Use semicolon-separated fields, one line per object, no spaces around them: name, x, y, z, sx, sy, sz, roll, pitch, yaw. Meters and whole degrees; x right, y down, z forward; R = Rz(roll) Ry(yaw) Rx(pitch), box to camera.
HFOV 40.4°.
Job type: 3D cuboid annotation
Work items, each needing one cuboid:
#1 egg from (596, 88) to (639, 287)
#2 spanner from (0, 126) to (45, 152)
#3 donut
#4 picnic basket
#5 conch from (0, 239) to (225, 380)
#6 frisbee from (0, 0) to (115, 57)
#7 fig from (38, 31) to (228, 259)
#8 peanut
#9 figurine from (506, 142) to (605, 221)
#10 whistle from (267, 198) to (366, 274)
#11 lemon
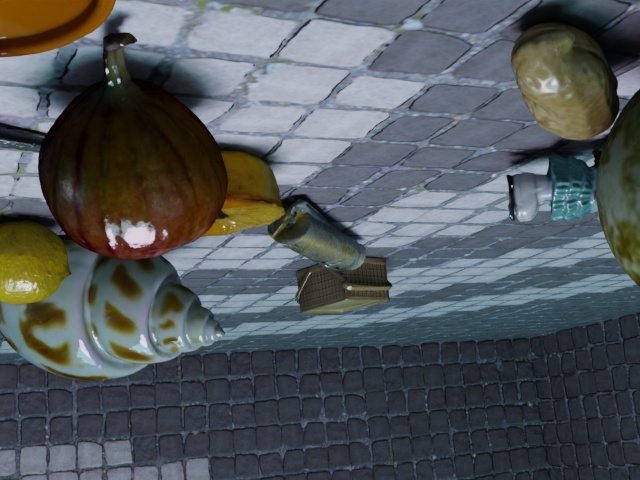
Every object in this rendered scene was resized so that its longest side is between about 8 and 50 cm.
egg;0.374;-0.062;0.731;0.289;0.238;0.238;-40;164;1
spanner;-0.345;-0.101;0.758;0.093;0.026;0.325;-14;166;37
donut;-0.136;-0.051;0.964;0.190;0.074;0.174;-7;167;-13
picnic basket;0.040;0.084;1.608;0.115;0.079;0.164;3;165;-39
conch;-0.323;0.096;1.272;0.368;0.197;0.249;-14;146;11
frisbee;-0.217;-0.160;0.509;0.192;0.035;0.192;-5;166;-1
fig;-0.171;-0.072;0.734;0.149;0.148;0.202;-34;122;0
peanut;0.208;-0.134;0.745;0.080;0.080;0.174;-12;162;26
figurine;0.347;-0.068;1.032;0.245;0.110;0.138;-6;177;16
whistle;-0.001;-0.001;1.276;0.068;0.057;0.326;-52;161;1
lemon;-0.388;0.028;1.116;0.133;0.109;0.109;8;163;-20
